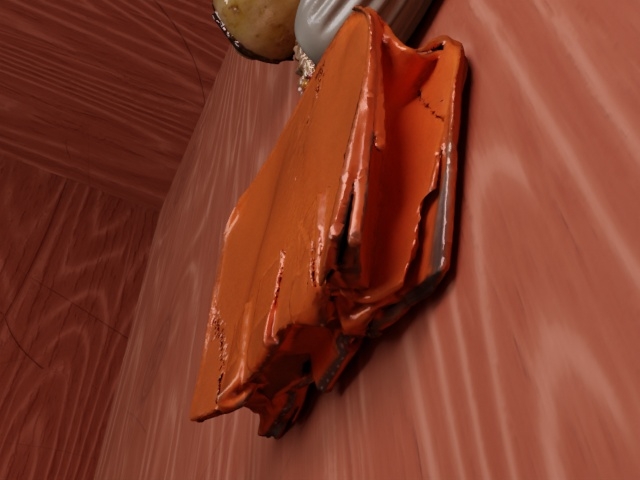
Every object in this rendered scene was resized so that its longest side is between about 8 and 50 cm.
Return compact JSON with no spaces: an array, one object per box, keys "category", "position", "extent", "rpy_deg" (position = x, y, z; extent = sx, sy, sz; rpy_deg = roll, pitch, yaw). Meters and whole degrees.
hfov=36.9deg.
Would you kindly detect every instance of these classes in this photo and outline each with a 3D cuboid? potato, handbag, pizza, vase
[{"category":"potato","position":[-0.070,-0.475,1.723],"extent":[0.242,0.242,0.285],"rpy_deg":[-58,11,41]},{"category":"handbag","position":[0.000,0.000,0.933],"extent":[0.410,0.116,0.303],"rpy_deg":[128,155,-53]},{"category":"pizza","position":[0.005,-0.161,1.180],"extent":[0.195,0.052,0.185],"rpy_deg":[-109,4,-45]},{"category":"vase","position":[0.075,-0.292,1.049],"extent":[0.248,0.128,0.128],"rpy_deg":[-48,23,36]}]
